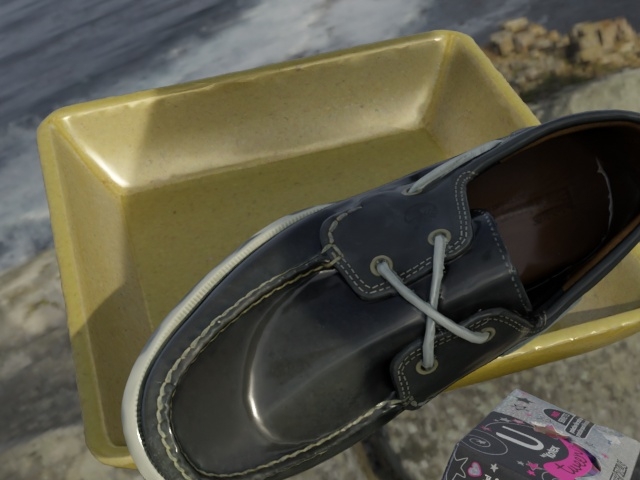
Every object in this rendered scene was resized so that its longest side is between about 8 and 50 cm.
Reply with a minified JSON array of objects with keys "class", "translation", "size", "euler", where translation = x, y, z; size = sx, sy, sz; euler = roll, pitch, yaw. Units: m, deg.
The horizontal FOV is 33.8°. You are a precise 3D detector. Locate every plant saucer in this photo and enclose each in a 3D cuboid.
[{"class":"plant saucer","translation":[0.000,0.000,0.692],"size":[0.332,0.081,0.333],"euler":[-14,43,-10]}]

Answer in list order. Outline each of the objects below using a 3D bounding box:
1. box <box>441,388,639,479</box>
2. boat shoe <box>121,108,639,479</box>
[{"class":"box","translation":[0.184,0.248,0.945],"size":[0.142,0.163,0.247],"euler":[22,11,18]},{"class":"boat shoe","translation":[0.035,0.014,0.381],"size":[0.233,0.084,0.079],"euler":[-28,3,-25]}]
